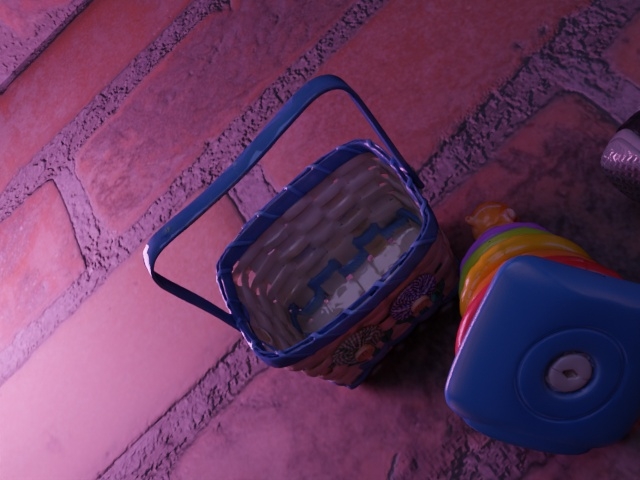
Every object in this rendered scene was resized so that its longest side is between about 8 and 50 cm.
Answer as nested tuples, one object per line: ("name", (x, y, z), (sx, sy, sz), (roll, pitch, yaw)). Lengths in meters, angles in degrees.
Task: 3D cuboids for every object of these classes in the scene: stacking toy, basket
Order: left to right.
("basket", (0.000, 0.000, 1.085), (0.255, 0.289, 0.201), (-44, 40, 7))
("stacking toy", (0.186, 0.041, 1.010), (0.302, 0.175, 0.166), (-103, 30, -62))

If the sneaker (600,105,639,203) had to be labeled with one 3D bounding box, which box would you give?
("sneaker", (0.424, -0.120, 0.913), (0.366, 0.137, 0.210), (8, 68, 49))
